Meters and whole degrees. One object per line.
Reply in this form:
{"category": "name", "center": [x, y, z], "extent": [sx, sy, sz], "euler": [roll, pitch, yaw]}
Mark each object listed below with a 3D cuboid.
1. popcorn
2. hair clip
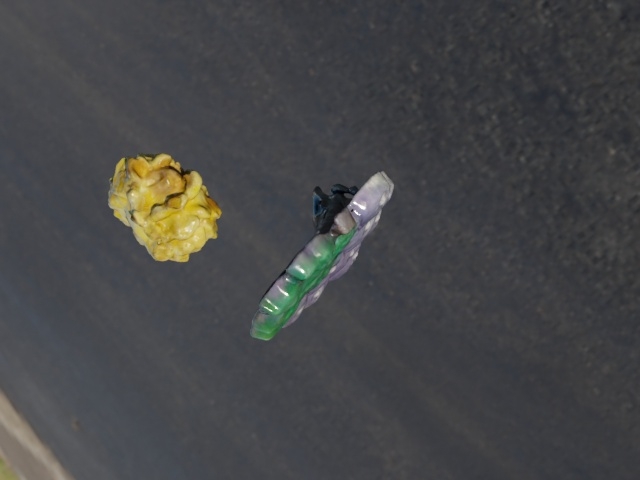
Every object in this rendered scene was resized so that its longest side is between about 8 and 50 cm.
{"category": "popcorn", "center": [-0.107, -0.025, 0.811], "extent": [0.082, 0.057, 0.083], "euler": [34, 158, 46]}
{"category": "hair clip", "center": [-0.002, -0.001, 0.795], "extent": [0.052, 0.195, 0.124], "euler": [32, 111, 4]}
